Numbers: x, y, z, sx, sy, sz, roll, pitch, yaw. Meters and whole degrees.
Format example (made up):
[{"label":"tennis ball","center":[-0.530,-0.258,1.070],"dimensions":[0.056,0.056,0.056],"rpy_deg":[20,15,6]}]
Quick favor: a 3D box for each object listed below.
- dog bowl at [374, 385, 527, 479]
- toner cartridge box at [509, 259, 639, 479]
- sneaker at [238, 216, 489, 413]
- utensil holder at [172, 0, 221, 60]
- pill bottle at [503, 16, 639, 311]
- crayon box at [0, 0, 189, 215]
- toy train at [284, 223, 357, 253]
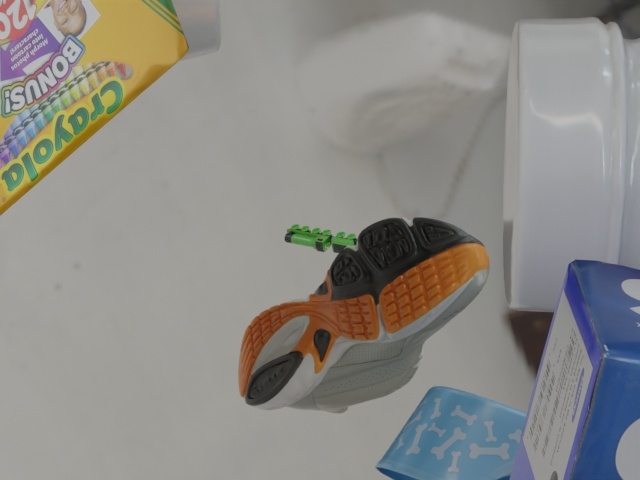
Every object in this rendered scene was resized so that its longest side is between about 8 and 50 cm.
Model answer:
[{"label":"dog bowl","center":[0.186,0.182,1.386],"dimensions":[0.074,0.297,0.166],"rpy_deg":[-68,160,-9]},{"label":"toner cartridge box","center":[0.238,0.120,0.679],"dimensions":[0.075,0.347,0.165],"rpy_deg":[-92,-168,-64]},{"label":"sneaker","center":[0.053,0.065,1.587],"dimensions":[0.121,0.262,0.099],"rpy_deg":[17,55,-38]},{"label":"utensil holder","center":[-0.323,-0.312,2.085],"dimensions":[0.327,0.385,0.328],"rpy_deg":[168,-90,-82]},{"label":"pill bottle","center":[0.228,-0.030,0.903],"dimensions":[0.161,0.283,0.161],"rpy_deg":[2,90,-87]},{"label":"crayon box","center":[-0.232,-0.131,1.412],"dimensions":[0.278,0.081,0.165],"rpy_deg":[-45,135,-29]},{"label":"toy train","center":[0.000,0.000,1.914],"dimensions":[0.024,0.083,0.017],"rpy_deg":[-44,132,-42]}]
